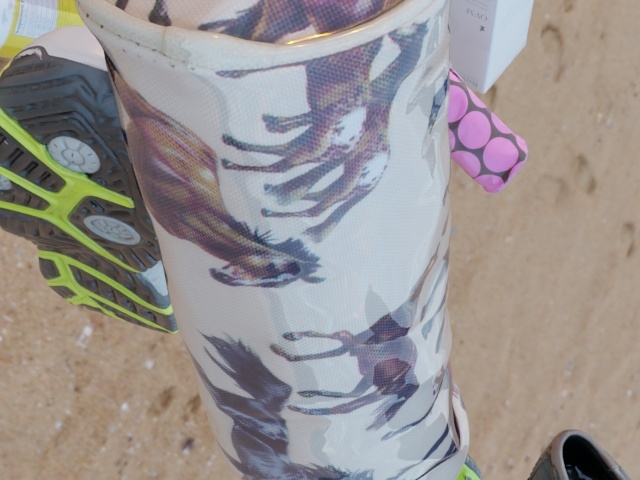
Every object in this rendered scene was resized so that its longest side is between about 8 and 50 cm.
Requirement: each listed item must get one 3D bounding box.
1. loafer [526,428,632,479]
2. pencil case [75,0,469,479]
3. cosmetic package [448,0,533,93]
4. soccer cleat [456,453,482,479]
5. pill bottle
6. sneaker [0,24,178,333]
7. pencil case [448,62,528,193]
[{"bbox_3d":[0.216,0.238,0.670,0.096,0.267,0.084,-19,137,-19],"label":"loafer"},{"bbox_3d":[0.000,0.000,0.564,0.410,0.160,0.183,81,29,-47],"label":"pencil case"},{"bbox_3d":[0.201,-0.382,1.605,0.138,0.224,0.225,-50,159,-21],"label":"cosmetic package"},{"bbox_3d":[0.108,0.199,1.120,0.060,0.179,0.072,-44,-171,46],"label":"soccer cleat"},{"bbox_3d":[-0.340,-0.256,1.185,0.184,0.103,0.103,4,105,-42],"label":"pill bottle"},{"bbox_3d":[-0.146,-0.055,0.742,0.385,0.145,0.147,109,-1,-70],"label":"sneaker"},{"bbox_3d":[0.205,-0.167,1.495,0.209,0.095,0.098,42,93,-17],"label":"pencil case"}]
